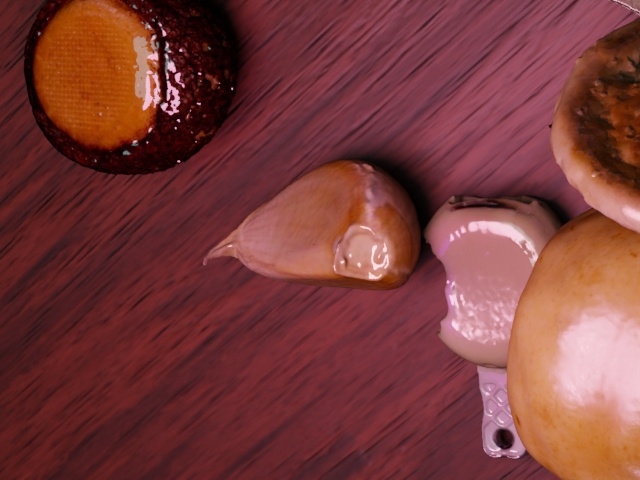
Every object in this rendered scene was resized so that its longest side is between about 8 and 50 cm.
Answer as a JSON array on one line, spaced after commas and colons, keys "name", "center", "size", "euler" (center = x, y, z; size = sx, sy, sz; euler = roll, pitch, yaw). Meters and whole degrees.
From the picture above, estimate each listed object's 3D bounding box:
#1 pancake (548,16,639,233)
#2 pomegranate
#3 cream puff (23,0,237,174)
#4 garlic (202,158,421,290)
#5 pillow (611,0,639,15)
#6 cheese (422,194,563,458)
[{"name": "pancake", "center": [0.390, -0.106, 1.494], "size": [0.356, 0.356, 0.065], "euler": [25, 143, 17]}, {"name": "pomegranate", "center": [0.329, 0.095, 1.551], "size": [0.332, 0.332, 0.333], "euler": [5, 102, 23]}, {"name": "cream puff", "center": [-0.202, -0.187, 1.811], "size": [0.239, 0.165, 0.239], "euler": [5, 101, 27]}, {"name": "garlic", "center": [0.006, -0.005, 1.759], "size": [0.245, 0.164, 0.145], "euler": [-3, 108, 47]}, {"name": "pillow", "center": [0.241, -0.342, 1.639], "size": [0.302, 0.075, 0.185], "euler": [23, 109, 20]}, {"name": "cheese", "center": [0.188, 0.092, 1.741], "size": [0.163, 0.082, 0.286], "euler": [5, 103, 24]}]
